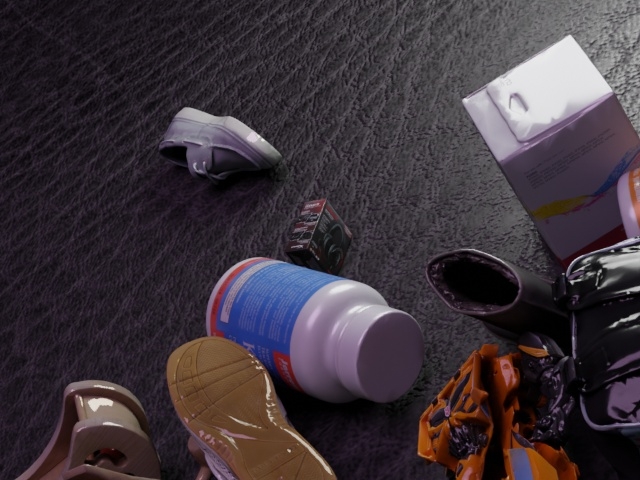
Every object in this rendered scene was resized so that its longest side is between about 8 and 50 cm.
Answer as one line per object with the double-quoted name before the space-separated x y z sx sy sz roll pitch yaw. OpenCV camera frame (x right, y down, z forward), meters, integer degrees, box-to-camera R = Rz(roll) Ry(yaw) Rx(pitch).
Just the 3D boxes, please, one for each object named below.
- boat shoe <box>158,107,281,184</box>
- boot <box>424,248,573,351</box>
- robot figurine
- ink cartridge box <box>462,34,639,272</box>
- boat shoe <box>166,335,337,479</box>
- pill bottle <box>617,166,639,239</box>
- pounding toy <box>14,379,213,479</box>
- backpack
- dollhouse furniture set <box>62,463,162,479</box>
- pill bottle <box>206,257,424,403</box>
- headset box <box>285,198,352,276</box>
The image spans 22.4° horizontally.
"boat shoe" -0.130 -0.107 2.010 0.081 0.079 0.227 -56 33 -10
"boot" 0.162 0.055 1.440 0.190 0.208 0.076 4 85 46
"robot figurine" 0.147 0.212 1.311 0.291 0.085 0.211 -96 28 -42
"ink cartridge box" 0.241 -0.079 1.555 0.127 0.176 0.128 -32 35 7
"boat shoe" -0.068 0.201 1.552 0.098 0.096 0.277 -24 43 -14
"pill bottle" 0.384 -0.039 1.434 0.216 0.121 0.121 -21 38 21
"pounding toy" -0.222 0.250 1.599 0.269 0.154 0.155 -34 35 5
"backpack" 0.338 0.084 1.270 0.253 0.191 0.225 -24 37 22
"dollhouse furniture set" -0.198 0.320 1.395 0.259 0.135 0.262 -27 52 44
"pill bottle" -0.004 0.093 1.617 0.221 0.124 0.124 13 58 49
"headset box" 0.000 0.000 1.775 0.032 0.062 0.083 -8 43 34
